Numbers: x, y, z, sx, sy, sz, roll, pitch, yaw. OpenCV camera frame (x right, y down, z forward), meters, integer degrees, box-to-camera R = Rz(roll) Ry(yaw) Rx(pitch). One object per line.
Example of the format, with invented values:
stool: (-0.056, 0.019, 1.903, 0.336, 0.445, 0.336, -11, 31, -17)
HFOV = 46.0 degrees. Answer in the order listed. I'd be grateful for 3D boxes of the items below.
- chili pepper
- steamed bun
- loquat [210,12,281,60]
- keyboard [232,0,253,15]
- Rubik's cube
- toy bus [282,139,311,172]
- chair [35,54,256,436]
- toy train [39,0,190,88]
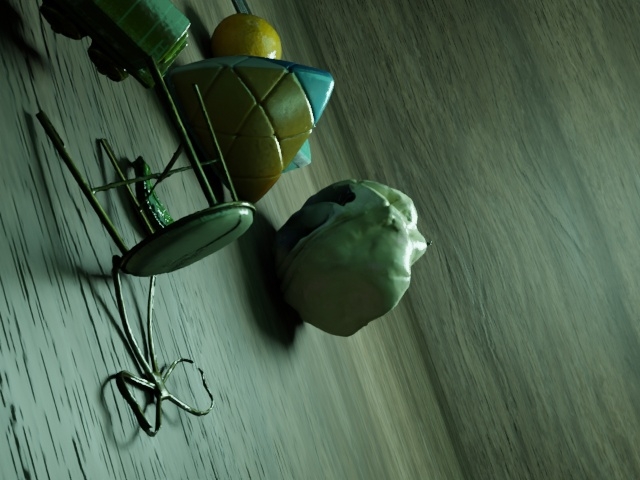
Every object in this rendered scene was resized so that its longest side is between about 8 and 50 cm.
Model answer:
chili pepper: (-0.197, -0.046, 0.873, 0.118, 0.035, 0.055, 61, -2, 6)
steamed bun: (0.031, 0.013, 1.310, 0.206, 0.275, 0.320, 38, -11, -12)
loquat: (-0.139, -0.357, 1.425, 0.141, 0.141, 0.141, -21, 90, -78)
keyboard: (-0.215, -0.617, 1.813, 0.106, 0.016, 0.262, -88, 154, -63)
Rubik's cube: (-0.154, -0.220, 1.167, 0.254, 0.254, 0.255, -21, 90, -78)
toy bus: (-0.103, -0.202, 1.397, 0.261, 0.109, 0.091, 35, 42, -68)
chair: (-0.141, 0.004, 0.751, 0.326, 0.170, 0.160, 65, 9, 9)
toy train: (-0.223, -0.246, 0.743, 0.225, 0.090, 0.137, 43, -20, -29)
